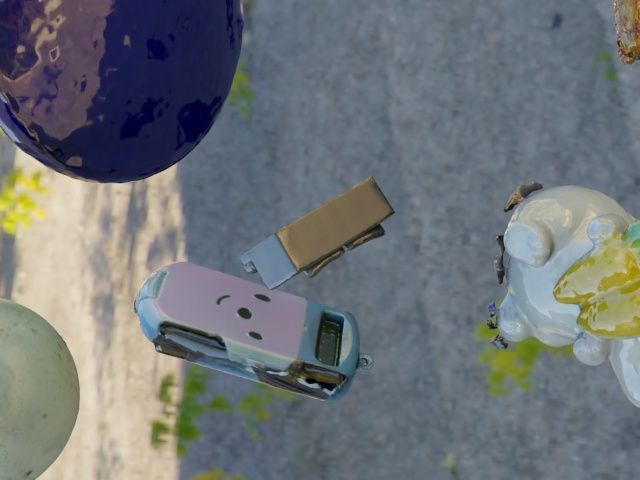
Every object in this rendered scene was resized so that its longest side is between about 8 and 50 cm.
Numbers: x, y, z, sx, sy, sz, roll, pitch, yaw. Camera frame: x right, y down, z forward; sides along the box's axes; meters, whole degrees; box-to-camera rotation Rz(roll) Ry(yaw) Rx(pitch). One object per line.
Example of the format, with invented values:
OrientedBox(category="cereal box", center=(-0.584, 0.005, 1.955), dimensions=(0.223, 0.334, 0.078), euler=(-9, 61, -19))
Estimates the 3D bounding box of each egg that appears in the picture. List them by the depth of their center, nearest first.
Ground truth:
OrientedBox(category="egg", center=(-0.230, 0.108, 0.911), dimensions=(0.164, 0.131, 0.131), euler=(-38, 46, 20))

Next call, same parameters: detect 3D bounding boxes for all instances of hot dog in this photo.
OrientedBox(category="hot dog", center=(0.329, -0.258, 1.509), dimensions=(0.038, 0.062, 0.144), euler=(1, 89, 31))

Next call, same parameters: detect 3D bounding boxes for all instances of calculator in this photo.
OrientedBox(category="calculator", center=(-0.077, 0.107, 1.689), dimensions=(0.173, 0.293, 0.051), euler=(-82, 10, -63))

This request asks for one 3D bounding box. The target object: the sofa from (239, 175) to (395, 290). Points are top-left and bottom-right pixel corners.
OrientedBox(category="sofa", center=(0.000, 0.000, 1.454), dimensions=(0.060, 0.147, 0.085), euler=(58, 144, 0))

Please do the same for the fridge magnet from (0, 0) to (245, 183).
OrientedBox(category="fridge magnet", center=(-0.170, -0.175, 1.101), dimensions=(0.112, 0.265, 0.266), euler=(-1, 80, 45))

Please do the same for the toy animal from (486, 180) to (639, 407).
OrientedBox(category="toy animal", center=(0.324, 0.064, 1.404), dimensions=(0.310, 0.247, 0.183), euler=(21, 102, 30))
